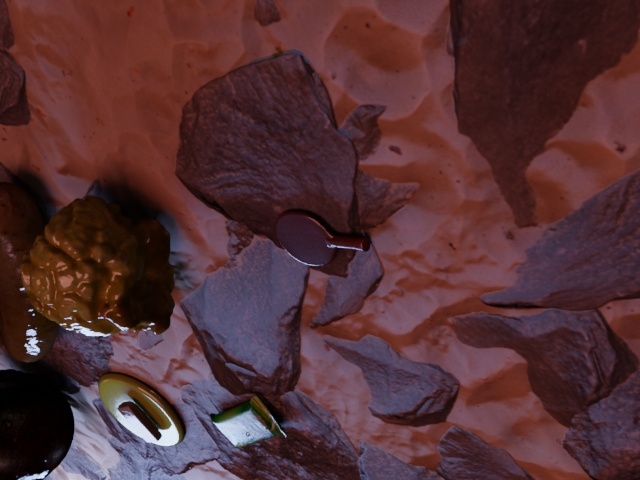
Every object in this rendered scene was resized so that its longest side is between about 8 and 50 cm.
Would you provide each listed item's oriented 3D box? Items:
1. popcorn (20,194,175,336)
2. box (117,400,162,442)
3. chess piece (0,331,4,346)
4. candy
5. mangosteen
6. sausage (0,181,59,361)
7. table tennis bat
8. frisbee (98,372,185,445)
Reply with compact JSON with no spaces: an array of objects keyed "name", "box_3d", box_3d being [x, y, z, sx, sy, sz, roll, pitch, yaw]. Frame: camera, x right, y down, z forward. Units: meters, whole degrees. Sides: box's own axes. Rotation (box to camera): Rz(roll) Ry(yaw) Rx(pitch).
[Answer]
[{"name":"popcorn","box_3d":[-0.339,0.056,1.170,0.251,0.206,0.237,30,125,-12]},{"name":"box","box_3d":[-0.401,0.404,1.621,0.048,0.025,0.115,-19,116,37]},{"name":"chess piece","box_3d":[-0.896,0.245,1.766,0.396,0.117,0.117,-10,122,36]},{"name":"candy","box_3d":[-0.143,0.362,1.436,0.102,0.032,0.178,47,137,-13]},{"name":"mangosteen","box_3d":[-0.743,0.461,1.708,0.329,0.330,0.330,18,135,19]},{"name":"sausage","box_3d":[-0.564,0.086,1.386,0.136,0.123,0.501,3,138,-10]},{"name":"table tennis bat","box_3d":[0.000,0.000,1.027,0.154,0.019,0.098,4,129,33]},{"name":"frisbee","box_3d":[-0.407,0.386,1.641,0.235,0.017,0.236,18,136,19]}]
